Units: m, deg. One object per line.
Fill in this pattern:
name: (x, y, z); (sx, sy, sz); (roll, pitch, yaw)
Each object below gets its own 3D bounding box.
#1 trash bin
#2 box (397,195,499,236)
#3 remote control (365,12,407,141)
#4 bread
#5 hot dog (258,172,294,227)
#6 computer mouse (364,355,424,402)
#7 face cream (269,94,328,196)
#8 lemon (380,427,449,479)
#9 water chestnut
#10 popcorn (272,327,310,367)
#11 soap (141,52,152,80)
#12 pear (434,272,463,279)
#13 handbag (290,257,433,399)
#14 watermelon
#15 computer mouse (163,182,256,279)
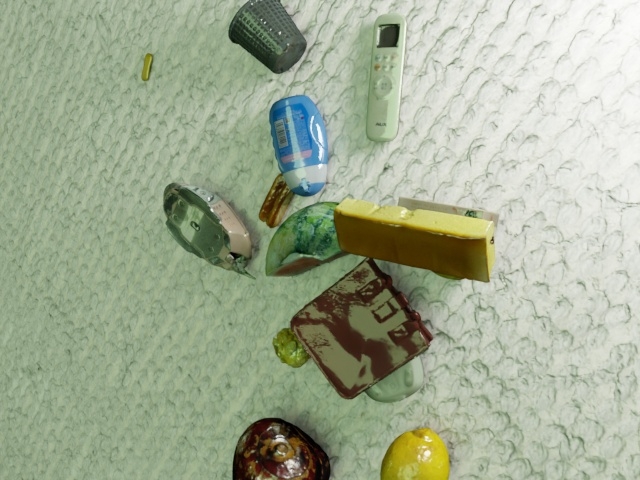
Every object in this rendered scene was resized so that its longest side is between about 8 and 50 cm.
trash bin: (-0.125, -0.535, 1.557); (0.161, 0.175, 0.175); (48, 116, 5)
box: (0.290, -0.054, 1.346); (0.201, 0.141, 0.058); (13, 96, 29)
remote control: (0.165, -0.397, 1.453); (0.090, 0.038, 0.309); (9, 98, 30)
bread: (0.197, -0.007, 1.293); (0.362, 0.077, 0.138); (12, 142, 30)
hot dog: (-0.118, -0.114, 1.643); (0.071, 0.045, 0.165); (38, 112, 25)
computer mouse: (0.140, 0.245, 1.490); (0.197, 0.095, 0.330); (-24, 87, 27)
face cream: (-0.052, -0.246, 1.568); (0.149, 0.083, 0.263); (-11, 88, 17)
lemon: (0.226, 0.552, 1.415); (0.170, 0.170, 0.207); (18, 104, 29)
water chestnut: (-0.119, 0.621, 1.579); (0.244, 0.289, 0.289); (-47, 69, -1)
popcorn: (-0.076, 0.296, 1.613); (0.121, 0.116, 0.106); (20, 122, 29)
soap: (-0.556, -0.555, 1.892); (0.034, 0.012, 0.089); (24, 106, 27)
pear: (0.298, 0.033, 1.372); (0.131, 0.107, 0.107); (28, 108, 17)
handbag: (0.094, 0.214, 1.413); (0.275, 0.084, 0.260); (-42, 80, 21)
watermelon: (0.000, 0.000, 1.536); (0.305, 0.223, 0.180); (-19, 128, 29)
computer mouse: (-0.307, -0.035, 1.730); (0.389, 0.115, 0.199); (41, 130, 9)
